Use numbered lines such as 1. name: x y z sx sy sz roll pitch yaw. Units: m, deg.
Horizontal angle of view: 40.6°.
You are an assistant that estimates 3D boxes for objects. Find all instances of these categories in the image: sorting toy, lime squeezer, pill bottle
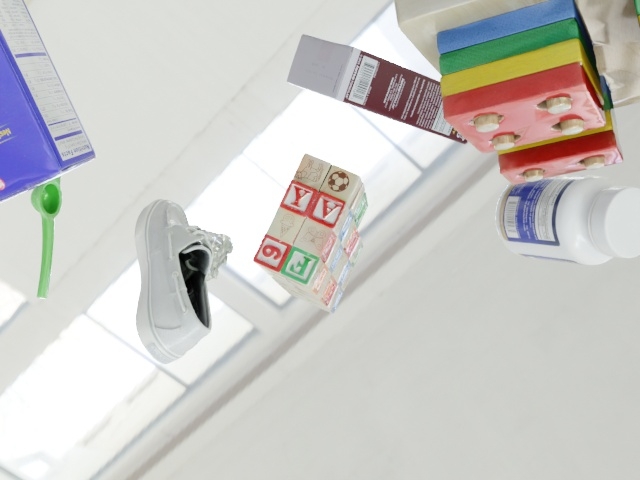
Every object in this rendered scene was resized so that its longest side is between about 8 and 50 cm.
1. sorting toy: 0.217 -0.117 0.603 0.255 0.257 0.089 -11 -105 24
2. lime squeezer: -0.428 -0.073 1.259 0.110 0.310 0.059 -28 164 -8
3. pill bottle: 0.319 -0.027 1.085 0.112 0.112 0.186 -56 -155 -13

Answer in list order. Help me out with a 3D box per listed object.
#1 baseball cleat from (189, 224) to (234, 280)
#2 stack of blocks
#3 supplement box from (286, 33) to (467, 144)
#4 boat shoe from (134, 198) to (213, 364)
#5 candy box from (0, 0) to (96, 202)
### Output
1. baseball cleat: -0.210 0.019 1.470 0.206 0.109 0.072 -50 157 -85
2. stack of blocks: 0.000 0.000 1.324 0.171 0.087 0.297 -65 168 -8
3. supplement box: 0.090 -0.205 1.185 0.130 0.239 0.073 31 -76 52
4. boat shoe: -0.122 0.022 0.752 0.063 0.066 0.184 -28 -146 16
5. candy box: -0.459 -0.184 1.029 0.268 0.317 0.122 -20 -170 15
